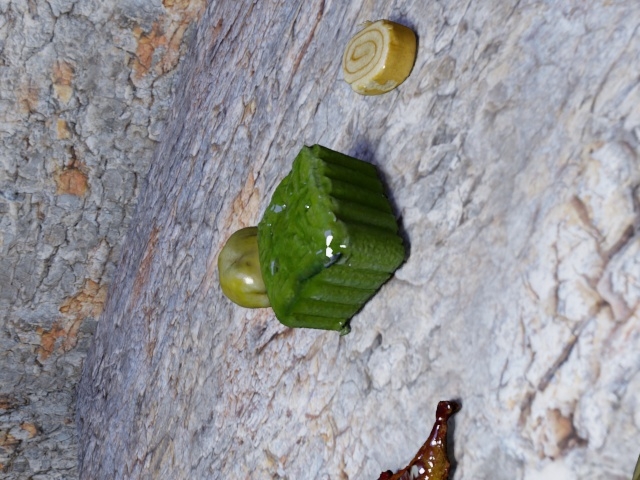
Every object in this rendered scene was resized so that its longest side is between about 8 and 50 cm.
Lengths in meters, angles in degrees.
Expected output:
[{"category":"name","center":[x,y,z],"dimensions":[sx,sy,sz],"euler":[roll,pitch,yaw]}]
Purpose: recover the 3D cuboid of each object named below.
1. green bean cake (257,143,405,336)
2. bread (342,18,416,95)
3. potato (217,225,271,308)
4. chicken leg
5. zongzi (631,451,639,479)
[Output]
[{"category":"green bean cake","center":[0.000,0.000,0.978],"dimensions":[0.250,0.156,0.247],"euler":[-51,39,38]},{"category":"bread","center":[0.095,-0.313,1.005],"dimensions":[0.149,0.073,0.122],"euler":[-11,73,57]},{"category":"potato","center":[-0.135,0.057,1.196],"dimensions":[0.154,0.137,0.200],"euler":[-65,32,21]},{"category":"chicken leg","center":[0.127,0.310,0.765],"dimensions":[0.219,0.048,0.089],"euler":[-63,37,25]},{"category":"zongzi","center":[0.461,0.037,0.253],"dimensions":[0.467,0.218,0.500],"euler":[22,87,34]}]
